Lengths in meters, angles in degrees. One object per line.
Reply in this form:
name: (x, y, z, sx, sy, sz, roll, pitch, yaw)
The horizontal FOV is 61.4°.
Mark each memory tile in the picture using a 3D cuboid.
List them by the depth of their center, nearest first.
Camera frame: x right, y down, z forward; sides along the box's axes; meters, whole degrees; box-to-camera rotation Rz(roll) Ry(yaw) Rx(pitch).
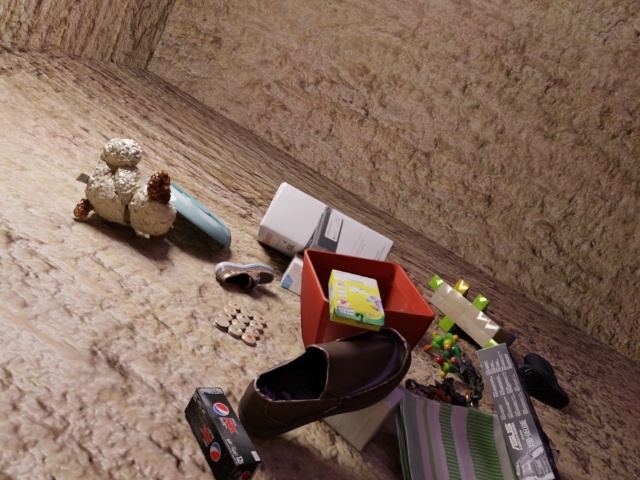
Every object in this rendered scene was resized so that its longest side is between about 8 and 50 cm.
memory tile: (-0.193, 0.197, 1.311, 0.113, 0.012, 0.148, 29, 17, -1)

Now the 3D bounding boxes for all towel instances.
towel: (0.303, 0.464, 1.169, 0.325, 0.038, 0.247, 22, 43, -26)

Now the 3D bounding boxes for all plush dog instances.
plush dog: (-0.482, -0.099, 1.398, 0.225, 0.262, 0.210, 22, 49, 6)

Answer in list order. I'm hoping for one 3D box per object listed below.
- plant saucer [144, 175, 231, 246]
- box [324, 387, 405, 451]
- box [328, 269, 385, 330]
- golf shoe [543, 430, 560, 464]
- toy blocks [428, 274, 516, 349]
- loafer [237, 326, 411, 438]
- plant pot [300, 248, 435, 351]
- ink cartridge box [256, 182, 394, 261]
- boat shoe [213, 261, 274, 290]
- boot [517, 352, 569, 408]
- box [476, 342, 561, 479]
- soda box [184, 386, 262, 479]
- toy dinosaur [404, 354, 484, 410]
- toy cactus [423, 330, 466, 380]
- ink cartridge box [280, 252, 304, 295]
plant saucer: (-0.383, -0.097, 1.613, 0.318, 0.043, 0.317, 39, -3, 2)
box: (0.067, 0.331, 1.147, 0.170, 0.130, 0.091, 37, 19, 20)
box: (0.072, 0.127, 1.113, 0.105, 0.043, 0.179, 14, 20, -6)
golf shoe: (0.572, 0.538, 1.466, 0.077, 0.094, 0.198, 18, 19, -32)
toy blocks: (0.605, 0.311, 2.101, 0.261, 0.190, 0.381, 29, 12, -48)
loafer: (0.025, 0.256, 1.016, 0.366, 0.130, 0.134, -20, 56, -24)
plant pot: (0.081, 0.198, 1.323, 0.267, 0.235, 0.267, 9, 22, -16)
ink cartridge box: (0.000, 0.000, 1.769, 0.395, 0.166, 0.285, 29, -13, -3)
boat shoe: (-0.202, 0.106, 1.488, 0.183, 0.066, 0.066, 5, 33, -35)
boot: (0.776, 0.482, 1.967, 0.246, 0.094, 0.207, 34, 19, -11)
box: (0.475, 0.427, 1.280, 0.242, 0.077, 0.307, 45, 28, -52)
soda box: (-0.165, 0.324, 0.897, 0.053, 0.060, 0.169, 12, 25, -43)
toy dinosaur: (0.346, 0.436, 1.369, 0.322, 0.164, 0.218, 50, 25, -19)
toy cactus: (0.413, 0.379, 1.699, 0.180, 0.112, 0.219, 49, 14, -3)
ink cartridge box: (-0.037, 0.120, 1.664, 0.143, 0.092, 0.090, 29, 16, -7)
